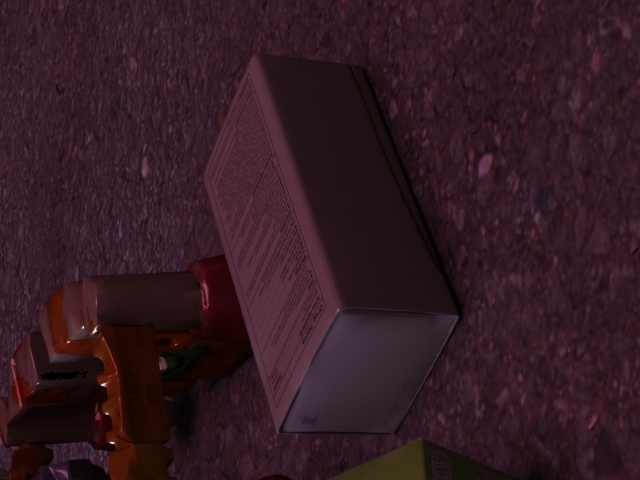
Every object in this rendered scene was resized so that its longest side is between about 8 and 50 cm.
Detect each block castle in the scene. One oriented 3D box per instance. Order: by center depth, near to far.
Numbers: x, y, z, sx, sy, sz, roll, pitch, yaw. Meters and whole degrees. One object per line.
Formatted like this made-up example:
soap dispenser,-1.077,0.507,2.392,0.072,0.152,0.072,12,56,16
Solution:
block castle,-0.158,0.215,1.756,0.453,0.213,0.303,134,129,-59

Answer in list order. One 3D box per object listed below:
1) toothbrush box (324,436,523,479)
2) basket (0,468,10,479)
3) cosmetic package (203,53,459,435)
toothbrush box,0.045,0.313,1.276,0.206,0.122,0.283,-29,51,36
basket,-0.470,0.373,2.462,0.113,0.167,0.103,45,122,59
cosmetic package,0.000,0.000,1.551,0.309,0.113,0.160,-109,33,-40
